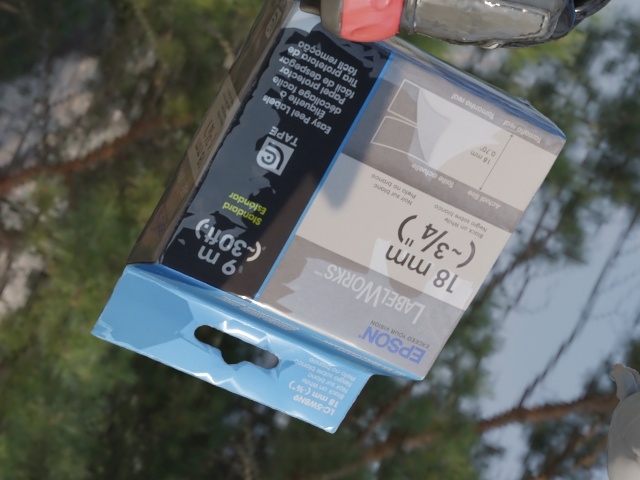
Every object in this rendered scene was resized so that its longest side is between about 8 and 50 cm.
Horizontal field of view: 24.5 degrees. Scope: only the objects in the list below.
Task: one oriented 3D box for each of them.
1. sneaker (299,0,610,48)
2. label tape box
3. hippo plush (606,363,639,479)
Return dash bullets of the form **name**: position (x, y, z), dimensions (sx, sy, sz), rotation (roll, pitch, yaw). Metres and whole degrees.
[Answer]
- **sneaker**: position (0.084, -0.157, 0.697), dimensions (0.276, 0.135, 0.098), rotation (-63, 164, -61)
- **label tape box**: position (0.000, 0.000, 1.149), dimensions (0.334, 0.240, 0.106), rotation (-61, -161, 14)
- **hippo plush**: position (0.290, 0.160, 1.023), dimensions (0.294, 0.236, 0.234), rotation (-35, -156, 13)
